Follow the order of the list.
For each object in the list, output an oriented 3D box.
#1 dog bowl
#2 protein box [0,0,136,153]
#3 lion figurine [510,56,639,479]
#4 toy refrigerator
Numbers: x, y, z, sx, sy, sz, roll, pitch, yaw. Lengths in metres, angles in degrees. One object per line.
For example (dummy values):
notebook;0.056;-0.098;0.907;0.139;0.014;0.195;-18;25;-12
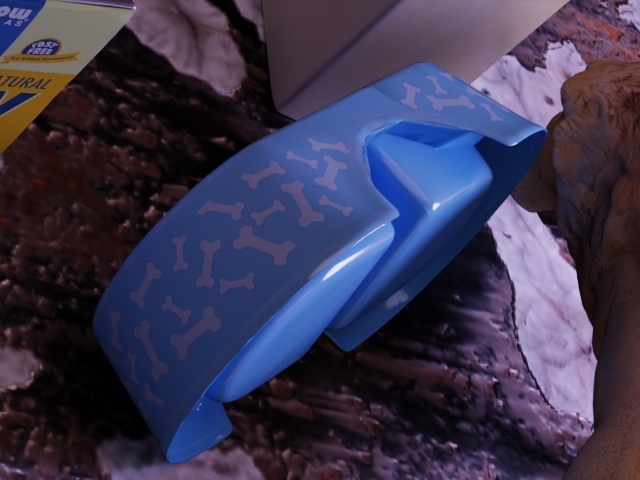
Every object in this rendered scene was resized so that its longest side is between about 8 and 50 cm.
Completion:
dog bowl;0.000;0.000;0.987;0.074;0.166;0.297;44;36;10
protein box;-0.210;-0.129;0.839;0.136;0.200;0.201;3;57;-44
lion figurine;0.174;0.096;1.026;0.392;0.142;0.240;-85;161;-50
toy refrigerator;0.086;-0.168;1.115;0.094;0.269;0.102;21;46;-34
